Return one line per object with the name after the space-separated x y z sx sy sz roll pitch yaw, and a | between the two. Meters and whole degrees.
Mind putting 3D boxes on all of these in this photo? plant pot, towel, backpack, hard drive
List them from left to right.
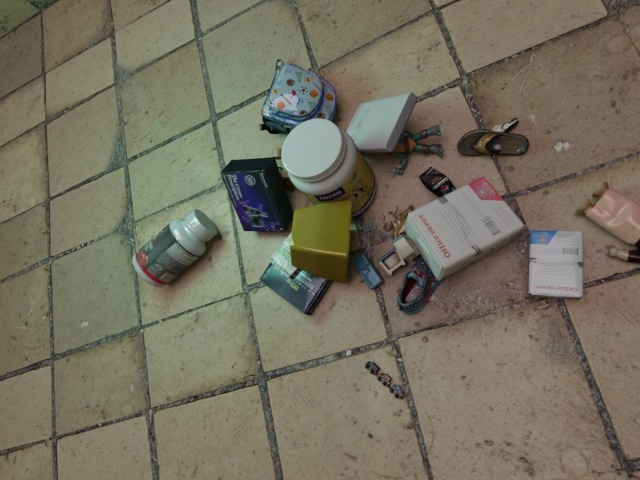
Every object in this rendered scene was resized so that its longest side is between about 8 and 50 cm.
-0.099 0.046 1.670 0.113 0.023 0.152 40 88 25 | towel
-0.070 -0.517 1.763 0.263 0.213 0.276 20 87 -3 | backpack
0.000 0.000 1.546 0.187 0.212 0.212 5 62 1 | plant pot
0.189 -0.399 1.629 0.307 0.040 0.203 17 81 61 | hard drive

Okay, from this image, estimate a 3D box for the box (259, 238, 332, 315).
-0.081 0.130 1.680 0.232 0.059 0.183 34 90 27 | box

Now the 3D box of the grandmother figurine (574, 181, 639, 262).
0.902 -0.023 1.296 0.342 0.104 0.208 47 123 23 | grandmother figurine

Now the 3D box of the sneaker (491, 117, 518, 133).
0.599 -0.373 1.544 0.109 0.040 0.044 -34 64 11 | sneaker

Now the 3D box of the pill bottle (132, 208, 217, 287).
-0.567 0.025 1.849 0.318 0.176 0.176 -39 65 8 | pill bottle

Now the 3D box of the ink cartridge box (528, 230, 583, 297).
0.683 0.071 1.364 0.139 0.082 0.191 2 78 24 | ink cartridge box

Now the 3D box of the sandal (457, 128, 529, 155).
0.555 -0.308 1.517 0.219 0.060 0.090 10 119 19 | sandal

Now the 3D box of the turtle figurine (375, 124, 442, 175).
0.294 -0.324 1.605 0.234 0.175 0.118 -9 55 12 | turtle figurine

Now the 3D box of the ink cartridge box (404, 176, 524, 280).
0.429 -0.038 1.431 0.283 0.117 0.207 -26 66 -9 | ink cartridge box

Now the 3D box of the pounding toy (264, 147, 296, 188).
-0.127 -0.257 1.724 0.181 0.206 0.094 3 77 23 | pounding toy

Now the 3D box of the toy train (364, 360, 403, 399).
0.206 0.443 1.494 0.036 0.027 0.158 -46 63 -7 | toy train

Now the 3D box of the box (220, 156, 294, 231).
-0.225 -0.163 1.709 0.184 0.261 0.103 -1 38 21 | box

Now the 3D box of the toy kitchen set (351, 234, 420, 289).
0.197 0.052 1.511 0.207 0.166 0.122 -38 73 13 | toy kitchen set

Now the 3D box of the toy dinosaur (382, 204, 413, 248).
0.257 -0.049 1.592 0.092 0.053 0.183 20 84 25 | toy dinosaur

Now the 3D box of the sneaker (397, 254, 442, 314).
0.327 0.114 1.477 0.104 0.125 0.262 26 87 26 | sneaker

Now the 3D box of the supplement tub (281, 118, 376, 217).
0.033 -0.232 1.573 0.241 0.331 0.241 -8 69 21 | supplement tub

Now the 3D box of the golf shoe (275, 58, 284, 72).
-0.130 -0.655 1.917 0.094 0.077 0.198 -13 78 8 | golf shoe

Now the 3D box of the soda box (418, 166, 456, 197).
0.377 -0.189 1.522 0.060 0.169 0.053 -39 109 8 | soda box
